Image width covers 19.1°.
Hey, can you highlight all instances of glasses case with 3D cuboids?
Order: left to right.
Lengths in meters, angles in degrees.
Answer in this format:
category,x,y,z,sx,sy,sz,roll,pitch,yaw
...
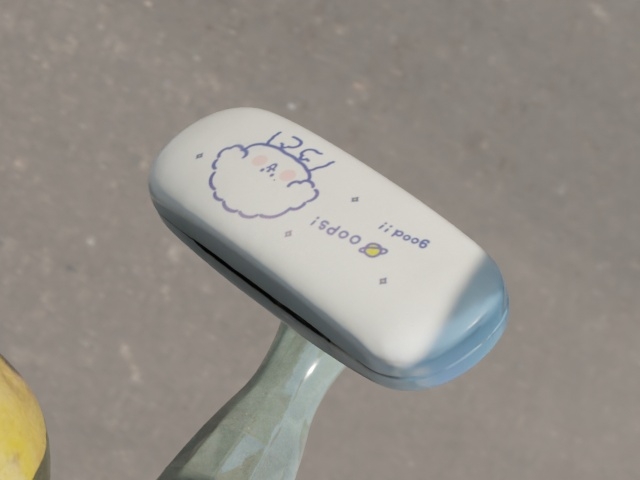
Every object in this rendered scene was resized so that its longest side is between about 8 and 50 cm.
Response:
category,x,y,z,sx,sy,sz,roll,pitch,yaw
glasses case,0.000,0.000,0.850,0.076,0.197,0.049,-38,140,-21

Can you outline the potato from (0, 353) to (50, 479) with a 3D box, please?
category,x,y,z,sx,sy,sz,roll,pitch,yaw
potato,-0.281,0.187,1.207,0.296,0.397,0.290,-44,118,-18

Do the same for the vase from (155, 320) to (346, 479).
category,x,y,z,sx,sy,sz,roll,pitch,yaw
vase,-0.043,0.127,1.146,0.214,0.086,0.086,-59,141,-25
